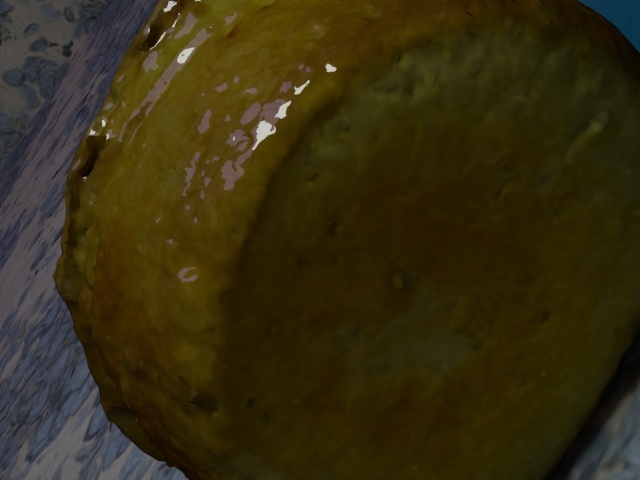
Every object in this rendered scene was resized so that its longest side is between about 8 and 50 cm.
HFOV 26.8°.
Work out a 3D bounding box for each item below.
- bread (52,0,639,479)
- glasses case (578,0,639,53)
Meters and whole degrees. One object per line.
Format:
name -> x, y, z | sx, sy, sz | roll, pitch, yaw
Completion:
bread -> 0.021, -0.001, 0.534 | 0.268, 0.268, 0.146 | -56, 36, 1
glasses case -> 0.172, -0.102, 0.564 | 0.301, 0.070, 0.117 | -123, 43, -67
